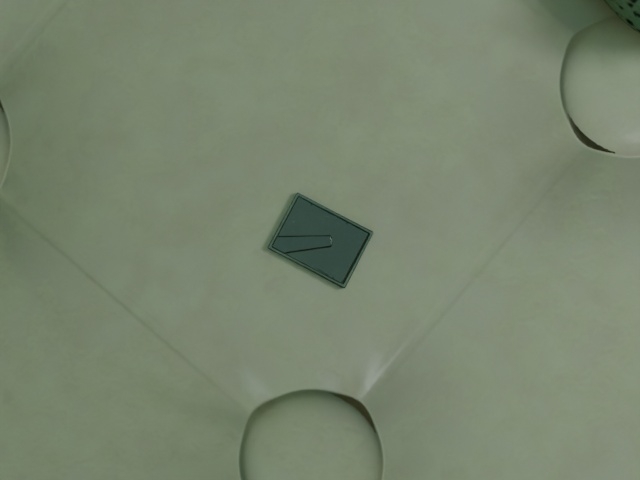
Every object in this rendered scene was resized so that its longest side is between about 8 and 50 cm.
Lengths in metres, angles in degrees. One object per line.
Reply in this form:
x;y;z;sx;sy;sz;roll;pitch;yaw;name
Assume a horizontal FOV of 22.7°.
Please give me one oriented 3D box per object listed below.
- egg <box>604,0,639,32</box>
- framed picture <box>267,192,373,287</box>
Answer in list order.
0.337;-0.258;1.555;0.164;0.131;0.131;17;88;10;egg
0.000;0.000;1.612;0.089;0.006;0.066;27;89;3;framed picture
